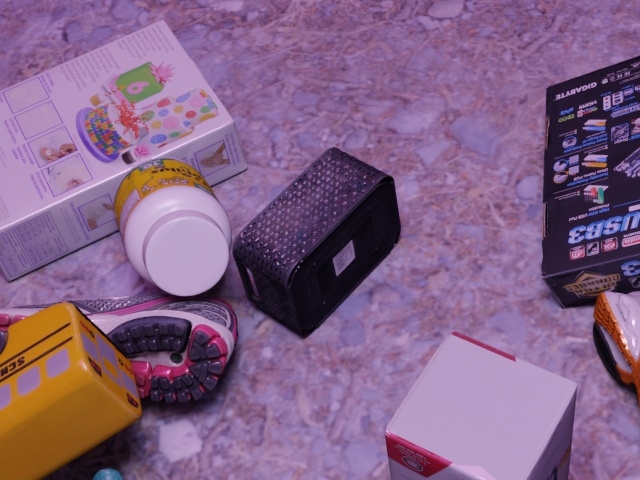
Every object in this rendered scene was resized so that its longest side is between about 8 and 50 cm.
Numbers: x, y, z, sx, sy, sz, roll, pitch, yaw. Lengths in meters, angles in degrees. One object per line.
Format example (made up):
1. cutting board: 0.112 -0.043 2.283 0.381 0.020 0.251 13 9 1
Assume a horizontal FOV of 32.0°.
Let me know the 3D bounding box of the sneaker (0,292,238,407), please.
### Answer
1. sneaker: -0.234 0.116 1.211 0.299 0.121 0.112 1 22 12

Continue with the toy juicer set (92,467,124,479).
1. toy juicer set: -0.242 0.326 1.059 0.209 0.089 0.329 -41 43 3

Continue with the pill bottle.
1. pill bottle: -0.163 -0.015 1.237 0.117 0.118 0.208 -22 22 -7

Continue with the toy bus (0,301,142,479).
1. toy bus: -0.346 0.194 1.098 0.332 0.108 0.130 -32 42 5

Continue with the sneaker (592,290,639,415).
1. sneaker: 0.365 0.142 1.078 0.121 0.099 0.262 -13 51 -6

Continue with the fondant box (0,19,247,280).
1. fondant box: -0.292 -0.121 1.413 0.330 0.096 0.238 -27 51 -10

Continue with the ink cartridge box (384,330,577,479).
1. ink cartridge box: 0.148 0.199 1.017 0.128 0.176 0.127 22 56 25

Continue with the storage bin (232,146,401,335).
1. storage bin: 0.000 0.000 1.240 0.084 0.122 0.180 30 62 30

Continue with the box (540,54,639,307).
1. box: 0.387 -0.090 1.207 0.295 0.073 0.293 -17 47 30
